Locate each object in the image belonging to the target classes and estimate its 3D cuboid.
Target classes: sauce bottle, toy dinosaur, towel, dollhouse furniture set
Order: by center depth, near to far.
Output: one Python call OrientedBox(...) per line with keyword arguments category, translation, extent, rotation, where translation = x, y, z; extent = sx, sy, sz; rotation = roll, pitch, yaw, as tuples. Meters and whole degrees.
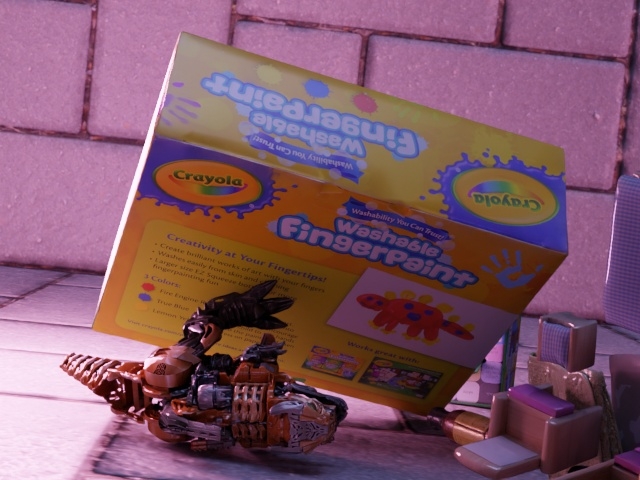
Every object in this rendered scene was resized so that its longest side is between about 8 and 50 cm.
OrientedBox(category="dollhouse furniture set", translation=(0.215, 0.074, 0.936), extent=(0.198, 0.303, 0.286), rotation=(-8, 18, -36))
OrientedBox(category="towel", translation=(0.236, 0.179, 1.143), extent=(0.027, 0.148, 0.110), rotation=(-18, 11, -23))
OrientedBox(category="toy dinosaur", translation=(-0.121, 0.141, 1.275), extent=(0.322, 0.164, 0.218), rotation=(27, 25, 17))
OrientedBox(category="sauce bottle", translation=(0.166, 0.210, 1.380), extent=(0.042, 0.042, 0.128), rotation=(4, 5, -29))

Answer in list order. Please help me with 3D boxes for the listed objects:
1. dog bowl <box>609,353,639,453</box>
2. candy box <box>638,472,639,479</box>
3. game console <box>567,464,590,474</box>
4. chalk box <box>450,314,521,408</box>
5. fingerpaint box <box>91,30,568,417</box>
OrientedBox(category="dog bowl", translation=(0.433, 0.190, 1.147), extent=(0.348, 0.102, 0.349), rotation=(12, -8, 2))
OrientedBox(category="candy box", translation=(0.236, 0.173, 0.730), extent=(0.109, 0.187, 0.053), rotation=(5, 5, -33))
OrientedBox(category="game console", translation=(0.261, 0.219, 1.010), extent=(0.122, 0.071, 0.107), rotation=(7, 46, 12))
OrientedBox(category="chalk box", translation=(0.199, 0.154, 1.717), extent=(0.132, 0.132, 0.213), rotation=(6, 2, 14))
OrientedBox(category="fingerpaint box", translation=(0.000, 0.000, 1.408), extent=(0.444, 0.163, 0.371), rotation=(15, -39, -10))
